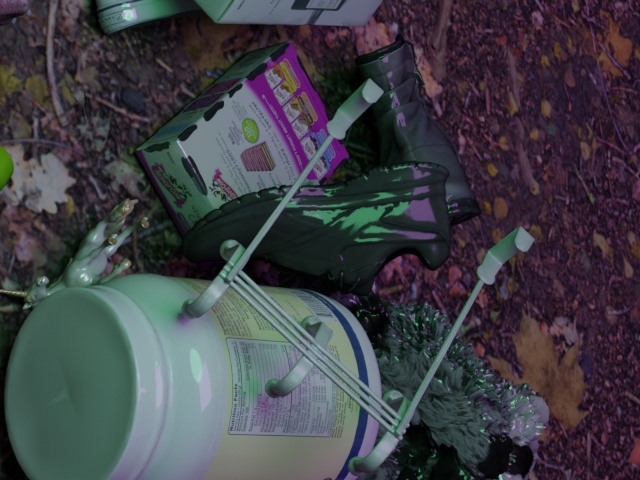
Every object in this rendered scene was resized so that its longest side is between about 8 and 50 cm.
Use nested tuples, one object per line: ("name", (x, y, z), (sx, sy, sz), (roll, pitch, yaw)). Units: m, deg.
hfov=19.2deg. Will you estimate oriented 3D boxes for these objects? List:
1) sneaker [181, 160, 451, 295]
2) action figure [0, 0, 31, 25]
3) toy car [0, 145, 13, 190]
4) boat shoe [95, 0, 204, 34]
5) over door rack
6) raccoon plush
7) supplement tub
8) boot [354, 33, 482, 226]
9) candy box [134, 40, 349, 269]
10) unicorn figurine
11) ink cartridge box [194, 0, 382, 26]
("sneaker", (0.000, 0.000, 1.952), (0.109, 0.286, 0.130), (16, 63, -86))
("action figure", (-0.428, -0.237, 1.633), (0.370, 0.248, 0.276), (-18, 93, -50))
("toy car", (-0.404, -0.041, 1.729), (0.188, 0.149, 0.155), (31, 50, -5))
("boat shoe", (-0.151, -0.282, 2.061), (0.226, 0.083, 0.076), (-21, 97, -47))
("over door rack", (0.034, 0.040, 1.829), (0.239, 0.108, 0.324), (43, 54, -9))
("raccoon plush", (0.125, 0.120, 2.143), (0.299, 0.216, 0.447), (-24, 101, -68))
("supplement tub", (-0.123, 0.155, 1.871), (0.324, 0.235, 0.235), (7, 75, -46))
("boot", (0.094, -0.121, 2.190), (0.338, 0.118, 0.223), (-101, 172, -84))
("candy box", (-0.083, -0.096, 2.098), (0.233, 0.071, 0.159), (-46, 116, -44))
("unicorn figurine", (-0.235, 0.021, 1.896), (0.060, 0.111, 0.162), (56, 30, -4))
("ink cartridge box", (-0.062, -0.341, 2.050), (0.211, 0.121, 0.289), (46, 27, 20))
